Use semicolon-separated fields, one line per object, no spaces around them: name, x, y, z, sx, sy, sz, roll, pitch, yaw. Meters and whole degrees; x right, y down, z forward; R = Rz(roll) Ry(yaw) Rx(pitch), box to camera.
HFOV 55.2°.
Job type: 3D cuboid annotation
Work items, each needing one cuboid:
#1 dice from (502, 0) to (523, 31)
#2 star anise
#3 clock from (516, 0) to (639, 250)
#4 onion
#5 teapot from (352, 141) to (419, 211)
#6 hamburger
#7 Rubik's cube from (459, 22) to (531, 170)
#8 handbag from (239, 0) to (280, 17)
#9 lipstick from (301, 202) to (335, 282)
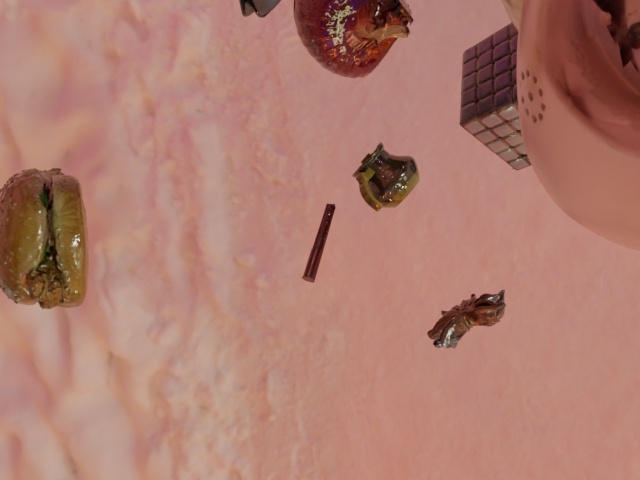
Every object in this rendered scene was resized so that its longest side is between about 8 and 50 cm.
dice;0.462;-0.477;0.939;0.304;0.277;0.304;4;97;57
star anise;0.345;0.178;1.428;0.208;0.172;0.063;-33;97;8
clock;0.312;-0.147;0.500;0.368;0.251;0.376;55;153;27
onion;0.056;-0.473;1.272;0.231;0.272;0.256;-31;96;28
teapot;0.130;-0.127;1.277;0.119;0.165;0.130;40;135;-2
hamburger;-0.384;-0.001;0.837;0.215;0.122;0.189;42;124;53
Rubik's cube;0.479;-0.337;1.380;0.237;0.238;0.237;-23;51;45
handbag;-0.126;-0.661;1.499;0.057;0.221;0.144;18;146;31
lipstick;0.001;0.000;1.209;0.027;0.176;0.027;14;153;7
